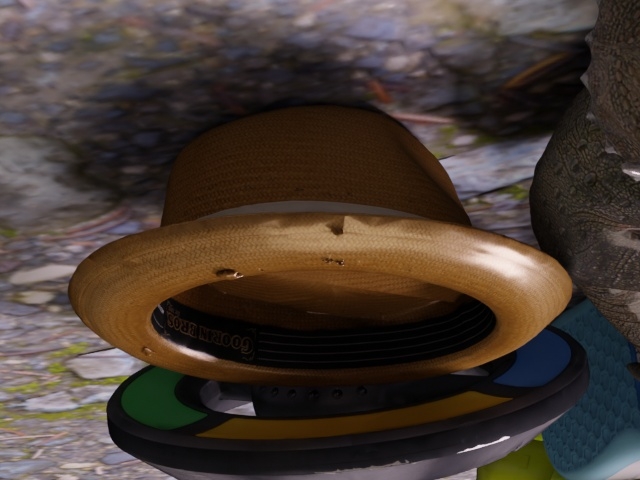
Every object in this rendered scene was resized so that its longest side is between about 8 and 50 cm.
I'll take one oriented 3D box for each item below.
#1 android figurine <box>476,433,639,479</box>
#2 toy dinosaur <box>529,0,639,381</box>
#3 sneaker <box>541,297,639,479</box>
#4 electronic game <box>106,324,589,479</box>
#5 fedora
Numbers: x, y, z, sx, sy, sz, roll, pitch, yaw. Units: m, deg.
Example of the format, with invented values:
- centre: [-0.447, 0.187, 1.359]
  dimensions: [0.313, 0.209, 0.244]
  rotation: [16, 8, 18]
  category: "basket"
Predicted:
- centre: [0.243, 0.148, 0.935]
  dimensions: [0.272, 0.056, 0.248]
  rotation: [9, -159, 17]
  category: "android figurine"
- centre: [0.144, -0.029, 0.550]
  dimensions: [0.160, 0.121, 0.313]
  rotation: [8, 163, -7]
  category: "toy dinosaur"
- centre: [0.260, 0.058, 0.783]
  dimensions: [0.208, 0.127, 0.319]
  rotation: [0, 169, -14]
  category: "sneaker"
- centre: [0.012, 0.069, 0.716]
  dimensions: [0.229, 0.048, 0.229]
  rotation: [-7, -170, 1]
  category: "electronic game"
- centre: [0.000, 0.000, 0.584]
  dimensions: [0.194, 0.079, 0.194]
  rotation: [-2, 158, -1]
  category: "fedora"
